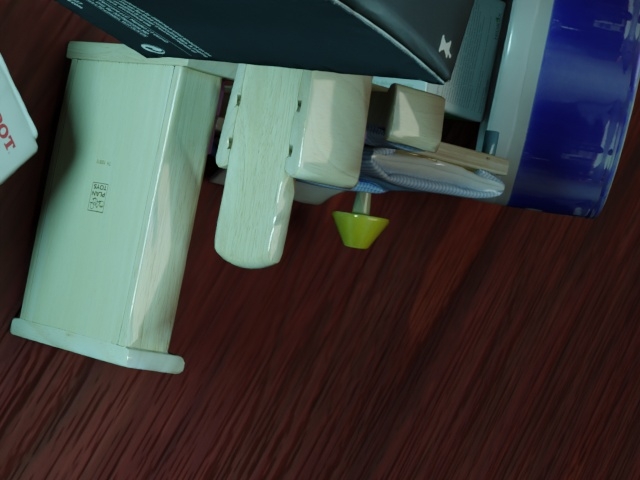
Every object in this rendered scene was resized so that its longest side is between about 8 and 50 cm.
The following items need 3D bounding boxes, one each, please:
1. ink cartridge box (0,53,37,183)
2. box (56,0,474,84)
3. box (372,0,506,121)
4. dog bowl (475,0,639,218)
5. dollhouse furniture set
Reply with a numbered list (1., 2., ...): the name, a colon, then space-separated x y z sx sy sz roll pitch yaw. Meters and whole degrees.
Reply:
1. ink cartridge box: -0.261 -0.056 1.058 0.175 0.072 0.127 -47 131 -35
2. box: -0.002 -0.211 0.810 0.103 0.184 0.261 30 74 -51
3. box: 0.073 -0.150 1.437 0.087 0.101 0.102 14 87 -52
4. dog bowl: 0.195 -0.153 1.485 0.265 0.104 0.265 11 90 -88
5. dollhouse furniture set: 0.000 0.000 1.229 0.303 0.286 0.198 11 89 -41
